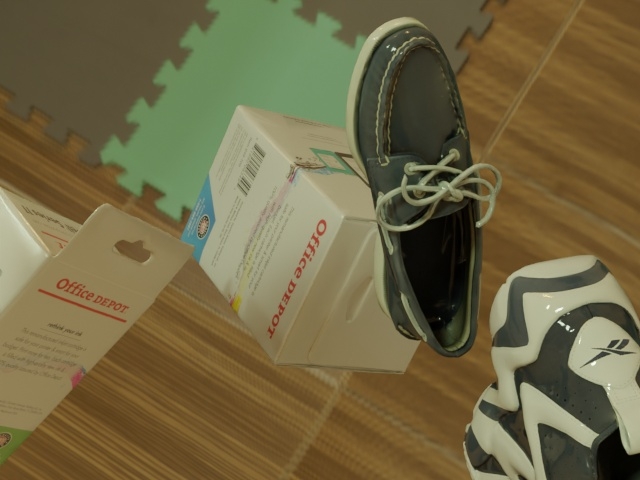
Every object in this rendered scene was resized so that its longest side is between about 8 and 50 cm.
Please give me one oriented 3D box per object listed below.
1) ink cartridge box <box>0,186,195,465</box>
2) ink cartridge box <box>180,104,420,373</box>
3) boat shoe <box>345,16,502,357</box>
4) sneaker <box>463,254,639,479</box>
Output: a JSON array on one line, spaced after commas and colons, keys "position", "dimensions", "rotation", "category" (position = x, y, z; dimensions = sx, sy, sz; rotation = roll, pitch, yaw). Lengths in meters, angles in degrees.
[{"position": [-0.326, 0.077, 1.421], "dimensions": [0.353, 0.207, 0.119], "rotation": [-46, 62, 6], "category": "ink cartridge box"}, {"position": [0.000, 0.000, 1.561], "dimensions": [0.270, 0.197, 0.198], "rotation": [48, 121, 46], "category": "ink cartridge box"}, {"position": [0.074, -0.030, 0.931], "dimensions": [0.095, 0.255, 0.079], "rotation": [-16, 32, -22], "category": "boat shoe"}, {"position": [0.150, 0.138, 0.725], "dimensions": [0.094, 0.235, 0.153], "rotation": [-8, 43, -13], "category": "sneaker"}]
